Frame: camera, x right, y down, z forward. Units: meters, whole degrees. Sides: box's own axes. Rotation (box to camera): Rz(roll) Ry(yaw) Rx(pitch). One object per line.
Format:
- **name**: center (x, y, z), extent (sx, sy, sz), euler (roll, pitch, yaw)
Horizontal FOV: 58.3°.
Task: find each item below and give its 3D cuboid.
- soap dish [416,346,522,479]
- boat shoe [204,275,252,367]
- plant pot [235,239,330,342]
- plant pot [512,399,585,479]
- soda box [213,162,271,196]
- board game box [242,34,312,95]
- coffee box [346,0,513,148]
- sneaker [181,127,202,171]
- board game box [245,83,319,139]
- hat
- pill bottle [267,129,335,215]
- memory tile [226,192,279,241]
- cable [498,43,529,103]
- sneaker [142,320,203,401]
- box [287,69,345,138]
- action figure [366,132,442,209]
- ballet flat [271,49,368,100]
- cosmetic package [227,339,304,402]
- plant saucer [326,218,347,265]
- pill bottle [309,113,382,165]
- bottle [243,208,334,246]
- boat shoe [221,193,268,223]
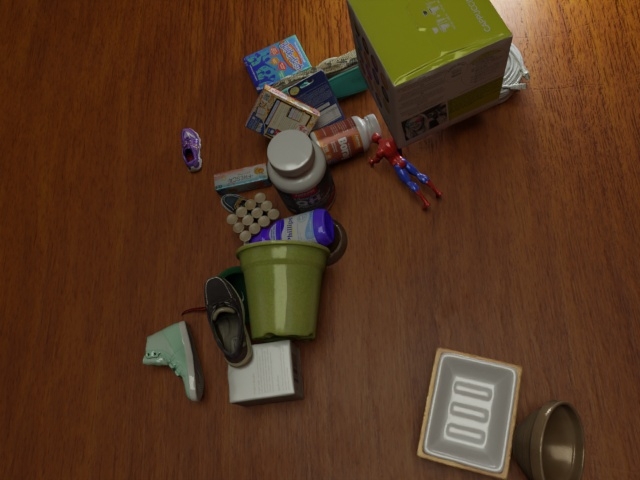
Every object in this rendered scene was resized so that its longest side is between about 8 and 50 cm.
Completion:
- **soap dish**: center (0.394, 0.452, 1.518), extent (0.229, 0.118, 0.291), euler (11, 72, 13)
- **boat shoe**: center (-0.262, 0.209, 1.587), extent (0.103, 0.092, 0.285), euler (-18, 58, -5)
- **plant pot**: center (-0.105, 0.158, 1.636), extent (0.276, 0.276, 0.254), euler (-4, 74, 8)
- **plant pot**: center (0.562, 0.519, 1.443), extent (0.110, 0.237, 0.237), euler (-7, 63, 49)
- **soda box**: center (-0.257, -0.200, 1.901), extent (0.183, 0.058, 0.063), euler (-12, 69, 6)
- **board game box**: center (-0.153, -0.621, 2.044), extent (0.210, 0.047, 0.160), euler (-25, 68, -1)
- **coffee box**: center (0.304, -0.540, 1.653), extent (0.338, 0.334, 0.337), euler (-23, 68, 1)
- **sneaker**: center (-0.447, -0.320, 1.971), extent (0.068, 0.071, 0.170), euler (-18, 67, 3)
- **board game box**: center (-0.121, -0.386, 1.824), extent (0.193, 0.147, 0.045), euler (24, 33, -18)
- **hat**: center (-0.290, 0.177, 1.791), extent (0.208, 0.183, 0.173), euler (22, 69, -23)
- **pill bottle**: center (-0.060, -0.200, 1.727), extent (0.176, 0.318, 0.176), euler (-3, 71, 9)
- **memory tile**: center (-0.210, -0.073, 1.780), extent (0.148, 0.012, 0.113), euler (-39, 69, -8)
- **cable**: center (0.532, -0.561, 1.885), extent (0.257, 0.089, 0.257), euler (-10, 68, 7)
- **sneaker**: center (-0.439, 0.377, 1.700), extent (0.151, 0.094, 0.256), euler (-20, 58, -4)
- **box**: center (-0.009, -0.430, 1.868), extent (0.136, 0.225, 0.036), euler (-30, 34, -2)
- **action figure**: center (0.251, -0.222, 1.816), extent (0.091, 0.139, 0.280), euler (-41, 91, -10)
- **ballet flat**: center (-0.018, -0.525, 1.948), extent (0.483, 0.164, 0.182), euler (-25, 46, -5)
- **cosmetic package**: center (-0.154, 0.378, 1.621), extent (0.183, 0.151, 0.151), euler (-8, 68, 6)
- **plant saucer**: center (0.000, 0.000, 1.801), extent (0.168, 0.029, 0.168), euler (-3, 70, 9)
- **pill bottle**: center (0.083, -0.328, 1.854), extent (0.216, 0.121, 0.121), euler (-22, 68, -1)
- **bottle**: center (-0.099, -0.011, 1.761), extent (0.283, 0.092, 0.118), euler (-14, 58, 21)
- **boat shoe**: center (-0.251, -0.114, 1.855), extent (0.183, 0.083, 0.065), euler (26, 76, 18)
